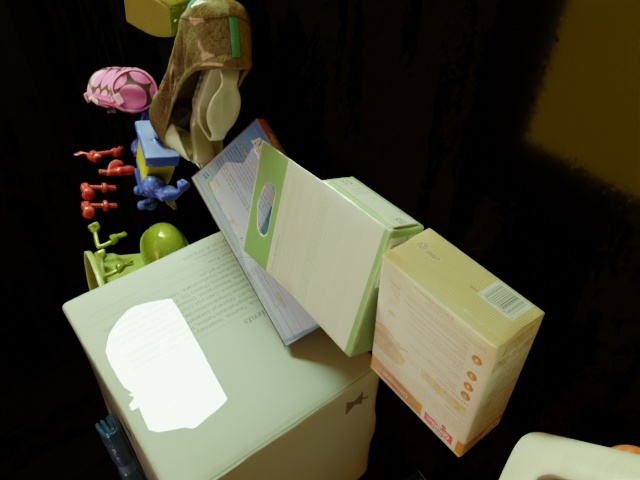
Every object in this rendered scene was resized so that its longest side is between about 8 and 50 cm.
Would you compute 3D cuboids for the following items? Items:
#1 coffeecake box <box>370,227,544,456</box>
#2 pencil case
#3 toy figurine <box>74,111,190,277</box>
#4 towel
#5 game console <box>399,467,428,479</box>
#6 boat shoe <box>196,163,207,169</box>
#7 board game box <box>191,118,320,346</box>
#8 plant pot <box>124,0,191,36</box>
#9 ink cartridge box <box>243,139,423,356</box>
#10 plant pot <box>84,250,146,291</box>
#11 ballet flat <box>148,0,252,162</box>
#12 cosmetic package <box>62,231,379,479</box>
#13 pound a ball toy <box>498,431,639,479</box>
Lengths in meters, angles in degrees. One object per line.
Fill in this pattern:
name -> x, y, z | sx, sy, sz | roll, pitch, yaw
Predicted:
coffeecake box -> 0.126, 0.106, 0.564 | 0.142, 0.068, 0.185 | 42, 146, 36
pencil case -> -0.409, -0.303, 1.124 | 0.209, 0.098, 0.095 | 20, 130, 53
toy figurine -> -0.344, -0.129, 1.060 | 0.217, 0.192, 0.362 | -59, 43, 41
towel -> -0.297, 0.323, 0.829 | 0.067, 0.029, 0.119 | 9, 121, 57
game console -> 0.142, 0.414, 0.810 | 0.122, 0.107, 0.071 | 51, 179, 25
boat shoe -> -0.217, -0.157, 0.973 | 0.137, 0.043, 0.049 | 40, 147, 41
board game box -> -0.061, -0.009, 0.760 | 0.145, 0.027, 0.281 | -35, 81, 29
plant pot -> -0.219, -0.335, 0.782 | 0.083, 0.082, 0.081 | 42, 147, 18
ink cartridge box -> 0.000, 0.000, 0.664 | 0.235, 0.056, 0.171 | 42, 129, 39
plant pot -> -0.327, 0.126, 1.160 | 0.276, 0.254, 0.275 | 38, 136, 49
ballet flat -> -0.164, -0.185, 0.773 | 0.342, 0.116, 0.124 | -38, 66, 58
cosmetic package -> -0.156, 0.250, 0.909 | 0.394, 0.328, 0.329 | 41, 145, 36
pound a ball toy -> 0.275, 0.236, 0.384 | 0.208, 0.135, 0.319 | 43, 157, -15
